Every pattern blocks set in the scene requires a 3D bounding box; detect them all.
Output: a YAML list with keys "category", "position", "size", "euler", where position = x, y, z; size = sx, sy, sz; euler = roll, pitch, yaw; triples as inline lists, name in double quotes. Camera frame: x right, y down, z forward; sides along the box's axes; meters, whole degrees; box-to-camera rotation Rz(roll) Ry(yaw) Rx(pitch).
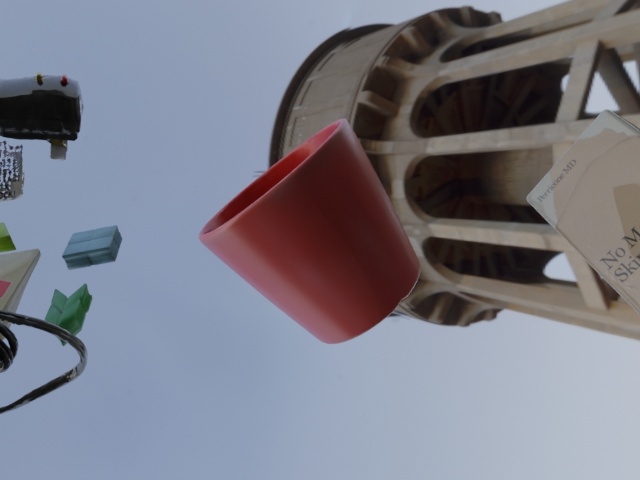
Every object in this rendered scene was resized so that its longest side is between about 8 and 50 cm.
- category: "pattern blocks set"
  position: [-0.346, 0.064, 0.480]
  size: [0.324, 0.285, 0.026]
  euler: [-6, -59, 5]

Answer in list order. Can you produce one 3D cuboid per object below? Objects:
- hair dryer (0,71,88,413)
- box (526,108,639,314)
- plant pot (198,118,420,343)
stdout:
- category: "hair dryer"
  position: [-0.262, 0.009, 0.267]
  size: [0.293, 0.080, 0.224]
  euler: [2, -78, -30]
- category: "box"
  position: [0.387, 0.009, 0.596]
  size: [0.121, 0.311, 0.148]
  euler: [13, -58, -37]
- category: "plant pot"
  position: [0.000, 0.000, 0.821]
  size: [0.275, 0.275, 0.243]
  euler: [-44, -75, -23]
